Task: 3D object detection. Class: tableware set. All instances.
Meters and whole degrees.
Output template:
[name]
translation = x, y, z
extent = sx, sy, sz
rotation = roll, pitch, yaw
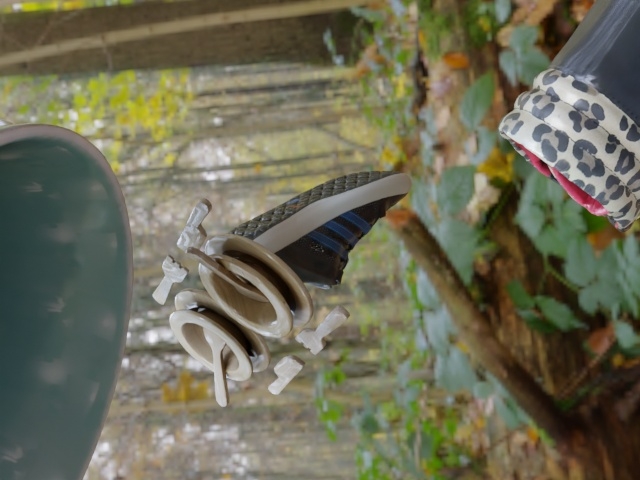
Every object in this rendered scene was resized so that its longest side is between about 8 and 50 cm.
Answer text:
[tableware set]
translation = -0.066, 0.056, 0.758
extent = 0.039, 0.128, 0.194
rotation = -51, -1, -29

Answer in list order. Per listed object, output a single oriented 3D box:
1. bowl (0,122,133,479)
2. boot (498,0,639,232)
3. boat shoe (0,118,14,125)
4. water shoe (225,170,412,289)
[bowl]
translation = -0.247, 0.072, 0.588
extent = 0.311, 0.163, 0.311
rotation = 14, -90, -76
[boot]
translation = 0.181, -0.087, 0.522
extent = 0.178, 0.085, 0.236
rotation = -55, -30, 7
[boat shoe]
translation = -0.314, -0.058, 0.739
extent = 0.084, 0.258, 0.095
rotation = 69, -163, -70
[water shoe]
translation = 0.000, 0.000, 0.945
extent = 0.073, 0.203, 0.080
rotation = 8, 119, 57
